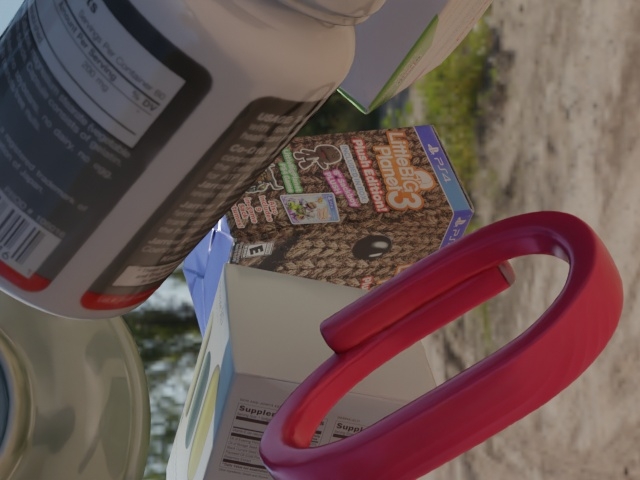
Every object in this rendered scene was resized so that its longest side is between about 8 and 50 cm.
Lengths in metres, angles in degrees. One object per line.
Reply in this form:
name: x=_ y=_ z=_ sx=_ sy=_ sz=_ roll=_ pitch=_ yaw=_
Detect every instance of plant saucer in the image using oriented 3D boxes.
plant saucer: x=-0.365 y=0.177 z=1.139 sx=0.100 sy=0.400 sz=0.401 roll=61 pitch=-155 yaw=-67

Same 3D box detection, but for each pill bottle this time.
pill bottle: x=-0.083 y=-0.099 z=0.658 sx=0.283 sy=0.161 sz=0.161 roll=-45 pitch=30 yaw=30

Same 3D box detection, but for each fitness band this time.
fitness band: x=0.081 y=0.084 z=0.871 sx=0.054 sy=0.290 sz=0.209 roll=53 pitch=-170 yaw=-21

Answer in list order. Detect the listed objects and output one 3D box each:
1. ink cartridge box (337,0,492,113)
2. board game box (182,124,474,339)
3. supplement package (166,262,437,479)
ink cartridge box: x=0.106 y=-0.265 z=1.162 sx=0.207 sy=0.119 sz=0.353 roll=-53 pitch=-5 yaw=24
board game box: x=0.000 y=0.000 z=1.450 sx=0.232 sy=0.291 sz=0.141 roll=107 pitch=150 yaw=-50
supplement package: x=-0.028 y=0.196 z=1.182 sx=0.199 sy=0.198 sz=0.263 roll=-104 pitch=29 yaw=-61
